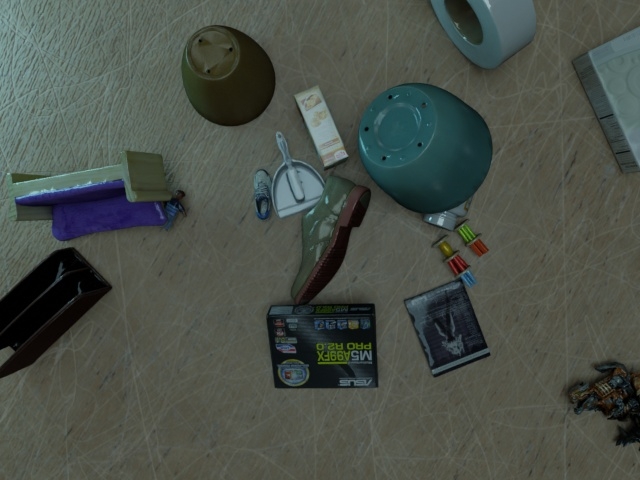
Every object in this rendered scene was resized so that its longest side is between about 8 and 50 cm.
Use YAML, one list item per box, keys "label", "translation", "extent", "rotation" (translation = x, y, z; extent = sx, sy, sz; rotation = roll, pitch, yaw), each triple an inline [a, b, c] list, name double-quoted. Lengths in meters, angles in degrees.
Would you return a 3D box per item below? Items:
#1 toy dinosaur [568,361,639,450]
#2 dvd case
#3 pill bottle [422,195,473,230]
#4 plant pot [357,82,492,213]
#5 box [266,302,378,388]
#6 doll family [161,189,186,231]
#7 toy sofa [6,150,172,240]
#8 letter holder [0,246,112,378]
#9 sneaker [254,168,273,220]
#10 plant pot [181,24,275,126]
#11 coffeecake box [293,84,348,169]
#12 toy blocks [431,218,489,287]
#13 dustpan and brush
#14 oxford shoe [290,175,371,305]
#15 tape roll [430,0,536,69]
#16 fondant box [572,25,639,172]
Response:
- label: "toy dinosaur"
  translation: [0.819, 0.418, 1.452]
  extent: [0.322, 0.164, 0.218]
  rotation: [-15, 76, 21]
- label: "dvd case"
  translation: [0.336, 0.232, 1.495]
  extent: [0.164, 0.018, 0.221]
  rotation: [-22, 92, -1]
- label: "pill bottle"
  translation: [0.333, -0.137, 1.429]
  extent: [0.117, 0.117, 0.215]
  rotation: [20, 92, -1]
- label: "plant pot"
  translation: [0.222, -0.226, 1.304]
  extent: [0.293, 0.235, 0.293]
  rotation: [-6, 79, 30]
- label: "box"
  translation: [0.009, 0.269, 1.426]
  extent: [0.270, 0.060, 0.216]
  rotation: [-1, 111, 7]
- label: "doll family"
  translation: [-0.428, -0.107, 1.448]
  extent: [0.193, 0.076, 0.111]
  rotation: [31, 88, -7]
- label: "toy sofa"
  translation: [-0.554, -0.098, 1.357]
  extent: [0.362, 0.150, 0.177]
  rotation: [-7, 91, 17]
- label: "letter holder"
  translation: [-0.706, 0.177, 1.383]
  extent: [0.302, 0.214, 0.152]
  rotation: [-43, 92, 2]
- label: "sneaker"
  translation: [-0.146, -0.117, 1.454]
  extent: [0.052, 0.058, 0.135]
  rotation: [-4, 92, 0]
- label: "plant pot"
  translation: [-0.232, -0.409, 1.344]
  extent: [0.237, 0.254, 0.237]
  rotation: [0, 93, -2]
- label: "coffeecake box"
  translation: [0.003, -0.275, 1.406]
  extent: [0.068, 0.142, 0.185]
  rotation: [-23, 92, 1]
- label: "toy blocks"
  translation: [0.381, 0.037, 1.465]
  extent: [0.123, 0.054, 0.148]
  rotation: [-37, 89, 2]
- label: "dustpan and brush"
  translation: [-0.074, -0.175, 1.450]
  extent: [0.147, 0.060, 0.211]
  rotation: [-19, 93, -1]
- label: "oxford shoe"
  translation: [0.000, 0.000, 1.449]
  extent: [0.130, 0.123, 0.348]
  rotation: [30, 94, 21]
- label: "tape roll"
  translation: [0.374, -0.552, 1.329]
  extent: [0.100, 0.286, 0.286]
  rotation: [-36, 92, 2]
- label: "fondant box"
  translation: [0.832, -0.371, 1.436]
  extent: [0.238, 0.096, 0.330]
  rotation: [-26, 94, 0]
